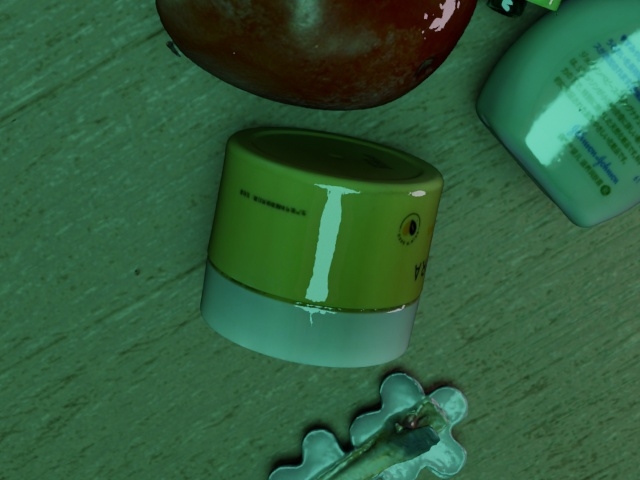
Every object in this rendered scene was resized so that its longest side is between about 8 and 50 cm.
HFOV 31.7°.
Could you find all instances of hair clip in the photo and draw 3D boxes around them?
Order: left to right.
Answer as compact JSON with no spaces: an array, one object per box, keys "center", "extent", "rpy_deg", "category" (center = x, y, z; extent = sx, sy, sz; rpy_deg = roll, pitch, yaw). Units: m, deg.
[{"center":[0.059,0.254,1.290],"extent":[0.257,0.075,0.146],"rpy_deg":[-35,106,14],"category":"hair clip"}]

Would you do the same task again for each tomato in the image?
[{"center":[0.028,-0.246,1.007],"extent":[0.338,0.144,0.338],"rpy_deg":[-18,128,-24],"category":"tomato"}]

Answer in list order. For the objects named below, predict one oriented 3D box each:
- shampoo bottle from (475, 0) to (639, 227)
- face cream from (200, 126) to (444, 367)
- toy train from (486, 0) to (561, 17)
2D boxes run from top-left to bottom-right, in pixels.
[{"center":[0.336,-0.185,1.119],"extent":[0.349,0.151,0.222],"rpy_deg":[-42,112,10],"category":"shampoo bottle"},{"center":[0.000,0.000,1.117],"extent":[0.218,0.218,0.179],"rpy_deg":[9,107,-8],"category":"face cream"},{"center":[0.227,-0.330,1.058],"extent":[0.105,0.157,0.253],"rpy_deg":[18,105,-12],"category":"toy train"}]
